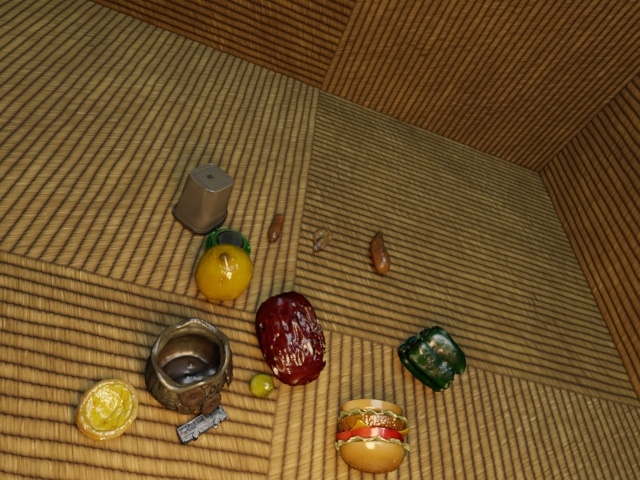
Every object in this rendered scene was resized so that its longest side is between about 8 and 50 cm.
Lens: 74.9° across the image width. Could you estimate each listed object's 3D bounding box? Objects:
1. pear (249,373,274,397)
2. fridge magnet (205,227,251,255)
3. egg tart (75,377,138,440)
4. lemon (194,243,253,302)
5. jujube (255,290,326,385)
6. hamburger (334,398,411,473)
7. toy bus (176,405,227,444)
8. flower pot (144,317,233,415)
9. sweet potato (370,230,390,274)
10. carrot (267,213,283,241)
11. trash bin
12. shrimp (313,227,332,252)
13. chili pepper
[{"bbox_3d":[-0.216,0.541,1.553,0.092,0.097,0.092,8,78,-39],"label":"pear"},{"bbox_3d":[-0.416,0.026,1.892,0.208,0.088,0.207,14,48,-16],"label":"fridge magnet"},{"bbox_3d":[-0.679,0.542,1.337,0.191,0.074,0.191,13,49,-16],"label":"egg tart"},{"bbox_3d":[-0.398,0.136,1.711,0.229,0.253,0.228,32,26,-18],"label":"lemon"},{"bbox_3d":[-0.119,0.373,1.651,0.259,0.258,0.376,1,45,-26],"label":"jujube"},{"bbox_3d":[0.183,0.709,1.487,0.275,0.274,0.212,16,50,-13],"label":"hamburger"},{"bbox_3d":[-0.402,0.625,1.421,0.166,0.047,0.065,-21,60,-37],"label":"toy bus"},{"bbox_3d":[-0.439,0.438,1.435,0.302,0.213,0.301,12,44,-12],"label":"flower pot"},{"bbox_3d":[0.312,0.051,2.225,0.098,0.097,0.291,12,47,-17],"label":"sweet potato"},{"bbox_3d":[-0.223,-0.068,2.090,0.060,0.060,0.186,19,45,-10],"label":"carrot"},{"bbox_3d":[-0.529,-0.198,1.918,0.220,0.250,0.219,38,40,8],"label":"trash bin"},{"bbox_3d":[0.000,0.000,2.156,0.101,0.042,0.190,15,44,14],"label":"shrimp"},{"bbox_3d":[0.489,0.515,1.831,0.233,0.248,0.256,-38,78,-14],"label":"chili pepper"}]
